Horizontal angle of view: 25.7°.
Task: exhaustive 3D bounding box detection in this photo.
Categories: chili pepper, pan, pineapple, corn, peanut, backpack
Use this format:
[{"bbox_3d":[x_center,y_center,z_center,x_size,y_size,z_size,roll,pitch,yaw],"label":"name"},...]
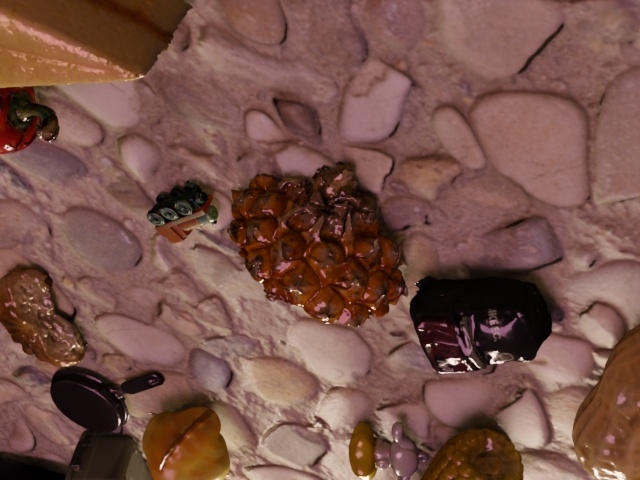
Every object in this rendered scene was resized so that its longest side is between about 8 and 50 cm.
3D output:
[{"bbox_3d":[-0.462,-0.163,1.765,0.387,0.110,0.110,5,134,30],"label":"chili pepper"},{"bbox_3d":[-0.326,0.239,2.149,0.235,0.028,0.136,-20,121,39],"label":"pan"},{"bbox_3d":[0.005,0.004,1.672,0.250,0.140,0.164,36,136,-6],"label":"pineapple"},{"bbox_3d":[0.179,0.386,1.974,0.131,0.131,0.344,26,141,0],"label":"corn"},{"bbox_3d":[0.400,0.185,1.662,0.147,0.147,0.305,22,134,5],"label":"peanut"},{"bbox_3d":[0.192,0.102,1.695,0.165,0.106,0.120,-7,124,36],"label":"backpack"}]

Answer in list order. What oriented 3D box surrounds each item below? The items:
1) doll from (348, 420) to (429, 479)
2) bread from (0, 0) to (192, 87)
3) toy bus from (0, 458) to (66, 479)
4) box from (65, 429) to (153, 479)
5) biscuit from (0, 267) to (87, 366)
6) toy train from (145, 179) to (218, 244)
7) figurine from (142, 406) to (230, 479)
[{"bbox_3d":[0.095,0.301,1.979,0.113,0.071,0.135,19,134,-4],"label":"doll"},{"bbox_3d":[-0.299,-0.275,1.525,0.264,0.167,0.163,-1,131,23],"label":"bread"},{"bbox_3d":[-0.519,0.461,2.395,0.303,0.127,0.147,4,137,23],"label":"toy bus"},{"bbox_3d":[-0.329,0.395,2.246,0.093,0.124,0.172,-5,132,17],"label":"box"},{"bbox_3d":[-0.424,0.121,2.058,0.118,0.061,0.183,-3,131,31],"label":"biscuit"},{"bbox_3d":[-0.174,-0.034,1.790,0.103,0.044,0.064,-19,125,41],"label":"toy train"},{"bbox_3d":[-0.209,0.333,2.127,0.156,0.131,0.246,34,151,14],"label":"figurine"}]
